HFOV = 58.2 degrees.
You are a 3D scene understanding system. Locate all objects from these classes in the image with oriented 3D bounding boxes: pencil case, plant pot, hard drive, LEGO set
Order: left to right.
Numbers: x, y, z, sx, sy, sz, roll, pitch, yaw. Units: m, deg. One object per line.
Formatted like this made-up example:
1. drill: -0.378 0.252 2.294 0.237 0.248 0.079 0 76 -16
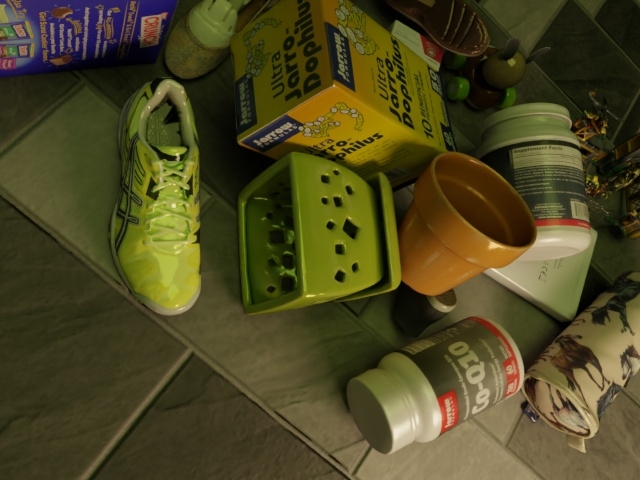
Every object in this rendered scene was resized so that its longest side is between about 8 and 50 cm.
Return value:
1. plant pot: 0.000 0.000 0.960 0.207 0.227 0.228 1 77 -30
2. plant pot: 0.215 -0.011 0.960 0.205 0.188 0.205 21 42 -20
3. hard drive: 0.427 -0.010 1.232 0.353 0.047 0.232 32 68 -14
4. pencil case: 0.589 0.229 1.184 0.410 0.160 0.183 -34 114 -25
5. LEGO set: 0.681 -0.167 1.276 0.332 0.192 0.254 30 58 -12

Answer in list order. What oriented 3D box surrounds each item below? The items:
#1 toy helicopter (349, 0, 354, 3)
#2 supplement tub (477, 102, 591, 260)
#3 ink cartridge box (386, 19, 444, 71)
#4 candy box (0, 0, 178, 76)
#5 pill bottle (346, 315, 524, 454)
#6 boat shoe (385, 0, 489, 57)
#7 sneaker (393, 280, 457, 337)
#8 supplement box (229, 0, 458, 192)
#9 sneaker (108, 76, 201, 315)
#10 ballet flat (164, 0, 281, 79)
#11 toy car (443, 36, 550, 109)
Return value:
1. toy helicopter: 0.115 -0.589 1.130 0.355 0.235 0.140 -33 92 -26
2. supplement tub: 0.407 -0.106 1.114 0.191 0.191 0.271 4 76 -22
3. ink cartridge box: 0.168 -0.339 1.184 0.128 0.072 0.175 24 69 -17
4. candy box: -0.390 -0.351 0.845 0.318 0.268 0.122 -13 87 -25
5. pill bottle: 0.201 0.253 1.013 0.284 0.161 0.161 -19 86 -25
6. boat shoe: 0.248 -0.468 1.203 0.257 0.095 0.095 44 105 14
7. sneaker: 0.172 0.068 1.096 0.083 0.118 0.221 15 43 -26
8. supplement box: 0.049 -0.225 0.952 0.357 0.195 0.194 15 60 -47
9. sneaker: -0.257 -0.074 0.904 0.145 0.147 0.384 -5 81 -26
10. ballet flat: -0.166 -0.422 1.044 0.108 0.106 0.316 39 67 -10
11. toy car: 0.381 -0.377 1.218 0.155 0.188 0.148 2 77 -23
